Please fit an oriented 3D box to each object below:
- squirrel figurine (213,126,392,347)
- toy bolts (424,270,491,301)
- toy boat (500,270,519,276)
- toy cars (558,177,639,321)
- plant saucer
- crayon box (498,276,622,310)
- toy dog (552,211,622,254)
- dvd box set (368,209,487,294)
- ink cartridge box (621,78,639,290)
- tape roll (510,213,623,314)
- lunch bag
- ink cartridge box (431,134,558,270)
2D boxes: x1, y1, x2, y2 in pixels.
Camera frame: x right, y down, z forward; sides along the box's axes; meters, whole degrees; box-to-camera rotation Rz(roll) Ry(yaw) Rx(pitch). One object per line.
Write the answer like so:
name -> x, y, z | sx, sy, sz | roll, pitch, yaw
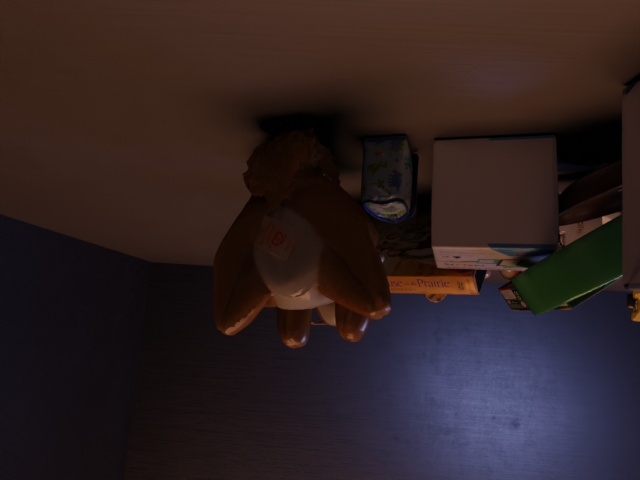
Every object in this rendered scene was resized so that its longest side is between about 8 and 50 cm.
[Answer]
squirrel figurine -> 0.000, 0.000, 0.861 | 0.281, 0.397, 0.370 | -18, 163, 18
toy bolts -> 0.489, 0.123, 1.619 | 0.229, 0.218, 0.158 | 0, -175, -18
toy boat -> 0.668, 0.040, 1.560 | 0.151, 0.151, 0.231 | -32, 159, 15
toy cars -> 0.635, 0.011, 0.969 | 0.394, 0.087, 0.176 | 43, 132, 2
plant saucer -> 0.535, -0.101, 0.752 | 0.311, 0.050, 0.310 | -13, 166, -3
crayon box -> 0.814, 0.110, 1.490 | 0.313, 0.106, 0.363 | -30, 174, -8
toy dog -> 0.662, -0.035, 1.097 | 0.334, 0.161, 0.220 | -17, 167, 26
dvd box set -> 0.237, 0.022, 1.205 | 0.420, 0.062, 0.307 | -3, -147, 36
ink cartridge box -> 0.579, -0.063, 0.520 | 0.396, 0.270, 0.151 | 5, 173, -6
tape roll -> 0.489, 0.018, 0.768 | 0.321, 0.077, 0.321 | -26, 163, -9
lunch bag -> 0.133, -0.108, 0.847 | 0.096, 0.128, 0.151 | 2, 169, 15
ink cartridge box -> 0.320, -0.055, 0.873 | 0.198, 0.197, 0.270 | 1, 170, 17
